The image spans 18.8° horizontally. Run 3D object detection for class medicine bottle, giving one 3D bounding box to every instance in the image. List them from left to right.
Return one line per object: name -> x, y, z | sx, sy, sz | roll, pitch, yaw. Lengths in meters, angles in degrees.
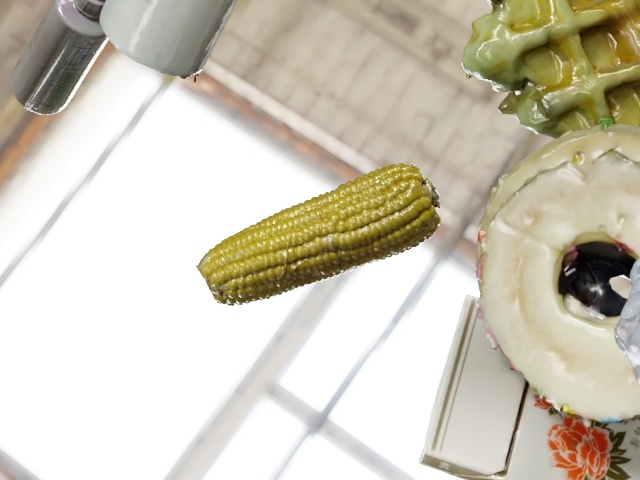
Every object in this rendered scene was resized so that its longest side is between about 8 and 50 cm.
medicine bottle -> -0.204, -0.176, 1.613 | 0.057, 0.057, 0.199 | -39, -5, -38

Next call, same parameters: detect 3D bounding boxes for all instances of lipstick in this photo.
lipstick -> -0.024, -0.190, 0.860 | 0.059, 0.059, 0.264 | -23, -30, -54

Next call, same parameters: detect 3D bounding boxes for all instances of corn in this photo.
corn -> 0.000, 0.000, 1.757 | 0.231, 0.080, 0.080 | -23, -22, 6

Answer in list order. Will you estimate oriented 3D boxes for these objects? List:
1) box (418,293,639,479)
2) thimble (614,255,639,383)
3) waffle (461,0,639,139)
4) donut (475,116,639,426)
box -> 0.164, 0.114, 1.143 | 0.029, 0.198, 0.109 | 116, 173, -61
thimble -> 0.210, 0.013, 0.910 | 0.151, 0.117, 0.127 | -63, -6, -56
waffle -> 0.245, -0.173, 1.331 | 0.297, 0.317, 0.073 | -69, 19, -9
donut -> 0.170, 0.017, 1.091 | 0.068, 0.174, 0.175 | -16, -45, -58
